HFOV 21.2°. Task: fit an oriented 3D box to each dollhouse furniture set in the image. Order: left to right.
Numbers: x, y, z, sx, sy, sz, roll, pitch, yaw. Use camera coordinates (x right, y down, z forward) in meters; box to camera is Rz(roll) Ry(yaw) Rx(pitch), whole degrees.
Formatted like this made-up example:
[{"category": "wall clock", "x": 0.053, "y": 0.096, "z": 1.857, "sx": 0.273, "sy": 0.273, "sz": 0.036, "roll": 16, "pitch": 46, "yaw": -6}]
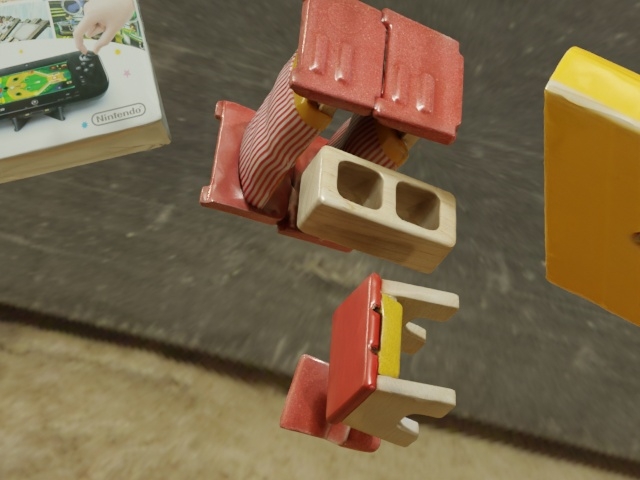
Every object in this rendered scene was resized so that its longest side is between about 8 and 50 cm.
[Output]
[{"category": "dollhouse furniture set", "x": 0.000, "y": 0.000, "z": 1.378, "sx": 0.152, "sy": 0.201, "sz": 0.374, "roll": 19, "pitch": 51, "yaw": -18}]

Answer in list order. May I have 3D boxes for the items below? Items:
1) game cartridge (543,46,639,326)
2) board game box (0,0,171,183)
[{"category": "game cartridge", "x": 0.304, "y": 0.017, "z": 1.173, "sx": 0.323, "sy": 0.285, "sz": 0.053, "roll": 26, "pitch": 69, "yaw": 19}, {"category": "board game box", "x": -0.245, "y": -0.194, "z": 1.185, "sx": 0.224, "sy": 0.097, "sz": 0.303, "roll": -13, "pitch": 84, "yaw": -1}]
